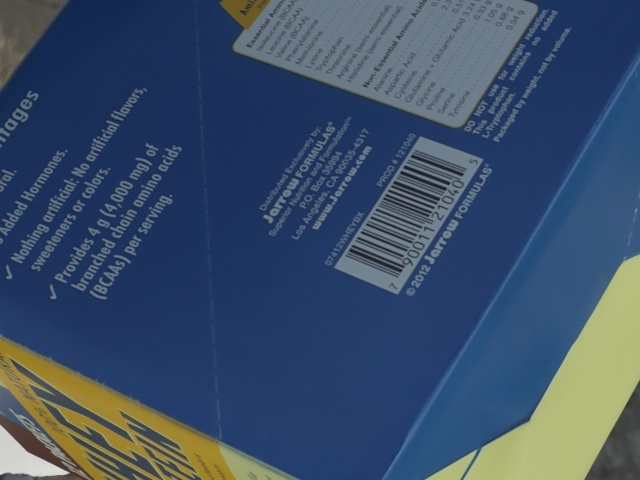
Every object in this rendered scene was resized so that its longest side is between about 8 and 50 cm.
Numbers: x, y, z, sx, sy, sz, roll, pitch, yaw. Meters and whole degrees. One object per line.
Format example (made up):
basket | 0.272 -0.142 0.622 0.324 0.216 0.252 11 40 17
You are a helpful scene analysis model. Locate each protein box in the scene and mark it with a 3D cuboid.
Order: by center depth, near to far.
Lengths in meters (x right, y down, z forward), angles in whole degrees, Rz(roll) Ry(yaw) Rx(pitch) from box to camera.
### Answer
protein box | 0.000 0.000 0.637 0.200 0.201 0.136 -57 148 -19

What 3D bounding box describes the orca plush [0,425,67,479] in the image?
orca plush | -0.259 0.166 1.901 0.287 0.102 0.151 -13 118 -11
